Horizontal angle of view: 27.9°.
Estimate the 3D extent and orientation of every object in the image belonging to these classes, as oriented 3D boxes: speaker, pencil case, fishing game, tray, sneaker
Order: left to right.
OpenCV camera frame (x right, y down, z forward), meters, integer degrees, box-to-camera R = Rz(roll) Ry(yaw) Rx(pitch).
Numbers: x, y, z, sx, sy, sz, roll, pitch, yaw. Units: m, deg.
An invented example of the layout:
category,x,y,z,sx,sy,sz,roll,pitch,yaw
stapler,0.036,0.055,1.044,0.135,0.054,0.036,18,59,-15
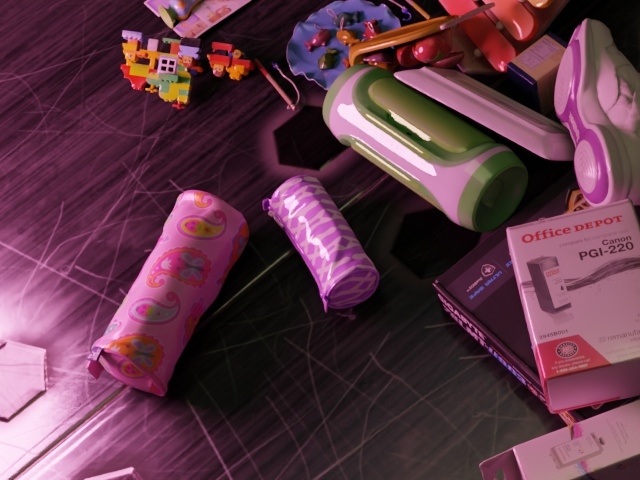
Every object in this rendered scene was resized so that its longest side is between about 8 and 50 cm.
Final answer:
category,x,y,z,sx,sy,sz,roll,pitch,yaw
pencil case,-0.203,0.071,1.735,0.124,0.124,0.284,16,63,25
pencil case,0.000,0.000,1.743,0.088,0.086,0.206,-18,50,-21
fishing game,0.034,-0.307,1.978,0.264,0.041,0.189,-32,53,-5
speaker,0.140,-0.130,1.771,0.131,0.131,0.296,-42,56,-14
tray,0.241,-0.180,1.771,0.270,0.145,0.030,33,112,30
sneaker,0.391,-0.161,1.670,0.152,0.114,0.305,2,54,-9

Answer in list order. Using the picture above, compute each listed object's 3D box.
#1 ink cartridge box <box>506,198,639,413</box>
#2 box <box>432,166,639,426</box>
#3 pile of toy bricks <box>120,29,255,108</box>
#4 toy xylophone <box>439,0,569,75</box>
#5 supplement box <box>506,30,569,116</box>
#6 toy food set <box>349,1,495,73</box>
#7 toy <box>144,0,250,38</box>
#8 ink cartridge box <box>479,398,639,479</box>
category,x,y,z,sx,sy,sz,roll,pitch,yaw
ink cartridge box,0.318,0.074,1.513,0.159,0.092,0.217,-14,52,7
box,0.345,0.066,1.612,0.295,0.073,0.293,-37,54,-10
pile of toy bricks,-0.218,-0.255,1.987,0.212,0.118,0.105,9,91,11
toy xylophone,0.282,-0.395,1.869,0.322,0.081,0.236,-58,46,20
supplement box,0.315,-0.231,1.816,0.083,0.083,0.056,-38,55,-10
toy food set,0.142,-0.271,1.850,0.218,0.071,0.128,-8,17,41
toy,-0.164,-0.433,2.111,0.237,0.056,0.137,-39,56,-12
ink cartridge box,0.288,0.264,1.462,0.198,0.115,0.067,-21,53,2
